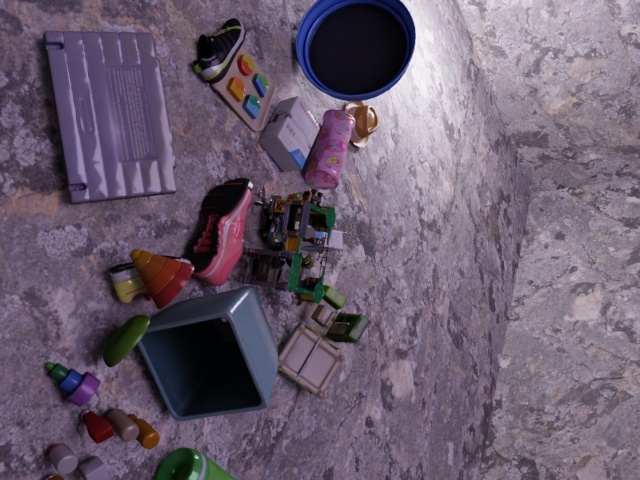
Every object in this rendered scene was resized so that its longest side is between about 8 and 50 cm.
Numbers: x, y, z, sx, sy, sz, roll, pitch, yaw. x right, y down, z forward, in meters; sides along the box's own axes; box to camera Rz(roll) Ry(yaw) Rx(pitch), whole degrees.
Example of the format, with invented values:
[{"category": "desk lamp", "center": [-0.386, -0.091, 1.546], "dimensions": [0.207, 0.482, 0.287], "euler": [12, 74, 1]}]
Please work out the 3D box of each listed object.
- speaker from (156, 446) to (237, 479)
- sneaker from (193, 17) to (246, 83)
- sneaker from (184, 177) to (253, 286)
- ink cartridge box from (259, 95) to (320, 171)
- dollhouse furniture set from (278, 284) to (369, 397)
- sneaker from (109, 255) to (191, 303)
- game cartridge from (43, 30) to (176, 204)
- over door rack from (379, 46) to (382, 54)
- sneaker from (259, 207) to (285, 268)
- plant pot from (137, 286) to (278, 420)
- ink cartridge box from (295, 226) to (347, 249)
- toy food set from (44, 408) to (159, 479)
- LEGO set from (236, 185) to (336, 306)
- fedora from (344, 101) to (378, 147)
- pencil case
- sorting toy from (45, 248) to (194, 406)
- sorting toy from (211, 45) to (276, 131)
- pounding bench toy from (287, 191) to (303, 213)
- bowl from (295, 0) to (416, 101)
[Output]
[{"category": "speaker", "center": [-0.253, 0.609, 1.402], "dimensions": [0.296, 0.131, 0.131], "euler": [54, 45, -35]}, {"category": "sneaker", "center": [-0.276, -0.534, 1.597], "dimensions": [0.097, 0.084, 0.234], "euler": [41, 53, -42]}, {"category": "sneaker", "center": [-0.252, -0.022, 1.552], "dimensions": [0.136, 0.116, 0.313], "euler": [59, 43, -51]}, {"category": "ink cartridge box", "center": [-0.091, -0.328, 1.823], "dimensions": [0.139, 0.082, 0.190], "euler": [52, 45, -37]}, {"category": "dollhouse furniture set", "center": [-0.020, 0.311, 1.833], "dimensions": [0.198, 0.151, 0.301], "euler": [41, 68, -18]}, {"category": "sneaker", "center": [-0.386, 0.089, 1.354], "dimensions": [0.209, 0.082, 0.094], "euler": [-15, 104, -48]}, {"category": "game cartridge", "center": [-0.441, -0.264, 1.263], "dimensions": [0.230, 0.068, 0.354], "euler": [-9, 92, -31]}, {"category": "over door rack", "center": [0.154, -0.743, 2.108], "dimensions": [0.108, 0.240, 0.324], "euler": [22, 66, -45]}, {"category": "sneaker", "center": [-0.141, -0.009, 1.730], "dimensions": [0.078, 0.067, 0.188], "euler": [-3, 88, -33]}, {"category": "plant pot", "center": [-0.237, 0.237, 1.402], "dimensions": [0.252, 0.248, 0.247], "euler": [-60, 134, -64]}, {"category": "ink cartridge box", "center": [0.000, 0.000, 1.877], "dimensions": [0.180, 0.104, 0.060], "euler": [10, 76, -53]}, {"category": "toy food set", "center": [-0.460, 0.414, 1.199], "dimensions": [0.232, 0.105, 0.111], "euler": [-27, 121, -35]}, {"category": "LEGO set", "center": [-0.103, 0.018, 1.641], "dimensions": [0.255, 0.192, 0.331], "euler": [5, 90, -61]}, {"category": "fedora", "center": [0.162, -0.443, 2.201], "dimensions": [0.194, 0.079, 0.194], "euler": [12, 76, -53]}, {"category": "pencil case", "center": [0.036, -0.304, 1.969], "dimensions": [0.124, 0.124, 0.284], "euler": [45, 49, -41]}, {"category": "sorting toy", "center": [-0.423, 0.156, 1.221], "dimensions": [0.126, 0.127, 0.365], "euler": [44, 69, -19]}, {"category": "sorting toy", "center": [-0.212, -0.450, 1.712], "dimensions": [0.208, 0.038, 0.192], "euler": [43, 52, -42]}, {"category": "pounding bench toy", "center": [-0.056, -0.115, 1.835], "dimensions": [0.065, 0.083, 0.052], "euler": [45, 50, -42]}, {"category": "bowl", "center": [0.117, -0.638, 1.931], "dimensions": [0.077, 0.392, 0.390], "euler": [45, 44, -76]}]
